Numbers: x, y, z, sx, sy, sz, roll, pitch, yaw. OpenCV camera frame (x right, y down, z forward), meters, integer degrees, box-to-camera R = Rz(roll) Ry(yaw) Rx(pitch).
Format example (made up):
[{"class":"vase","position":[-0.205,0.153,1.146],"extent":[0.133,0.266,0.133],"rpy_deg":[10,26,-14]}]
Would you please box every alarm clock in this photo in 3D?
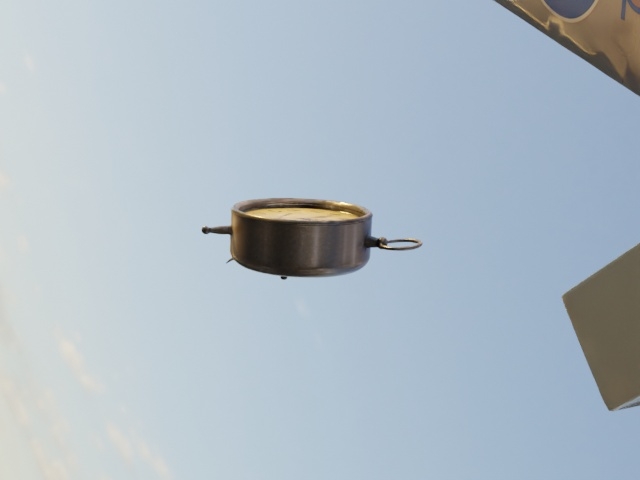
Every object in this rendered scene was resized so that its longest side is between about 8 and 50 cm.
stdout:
[{"class":"alarm clock","position":[0.000,0.000,1.413],"extent":[0.129,0.192,0.064],"rpy_deg":[-22,114,-67]}]

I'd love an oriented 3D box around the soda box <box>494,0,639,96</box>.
[{"class":"soda box","position":[0.135,-0.088,0.480],"extent":[0.263,0.092,0.083],"rpy_deg":[-131,-141,-56]}]

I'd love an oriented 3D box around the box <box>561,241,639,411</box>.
[{"class":"box","position":[0.288,0.013,0.999],"extent":[0.275,0.113,0.094],"rpy_deg":[-40,-116,48]}]
